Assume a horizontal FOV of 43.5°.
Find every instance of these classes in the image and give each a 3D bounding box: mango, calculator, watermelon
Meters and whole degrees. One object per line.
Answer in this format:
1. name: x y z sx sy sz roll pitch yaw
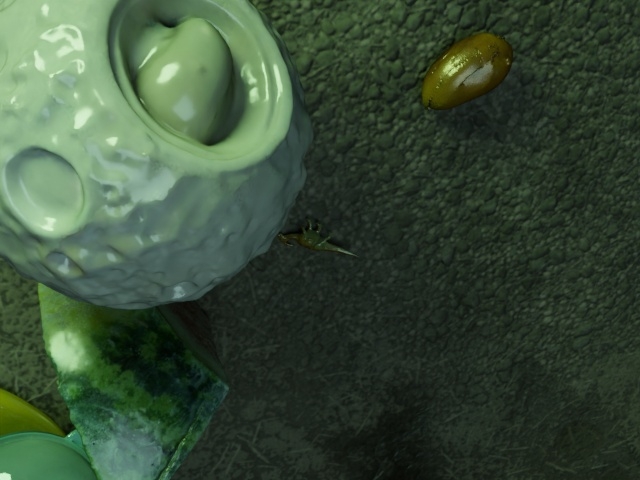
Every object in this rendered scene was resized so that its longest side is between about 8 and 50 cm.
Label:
1. mango: 0.177 -0.201 0.969 0.127 0.063 0.077 -31 129 0
2. calculator: -0.429 0.262 1.043 0.146 0.032 0.235 -43 123 7
3. watermelon: -0.236 0.156 0.960 0.193 0.310 0.232 -40 159 6

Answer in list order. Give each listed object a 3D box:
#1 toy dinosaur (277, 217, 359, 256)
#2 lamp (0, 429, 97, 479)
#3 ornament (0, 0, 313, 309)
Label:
1. toy dinosaur: 0.000 -0.003 1.039 0.113 0.026 0.041 10 121 -12
2. lamp: -0.390 0.346 0.981 0.283 0.147 0.210 -9 84 -4
3. ornament: -0.181 -0.098 0.762 0.337 0.337 0.337 -7 119 -14
